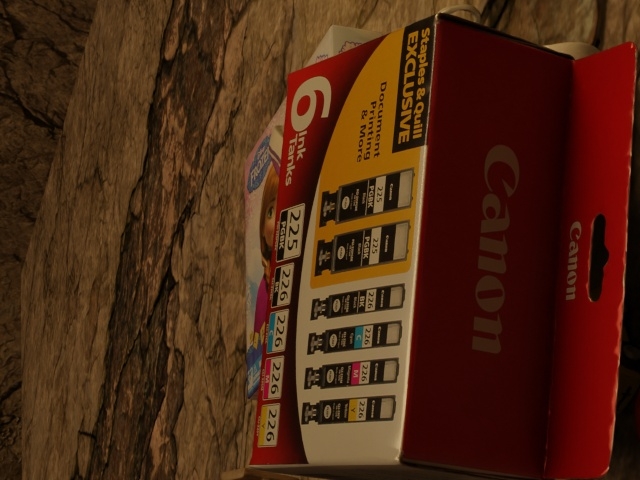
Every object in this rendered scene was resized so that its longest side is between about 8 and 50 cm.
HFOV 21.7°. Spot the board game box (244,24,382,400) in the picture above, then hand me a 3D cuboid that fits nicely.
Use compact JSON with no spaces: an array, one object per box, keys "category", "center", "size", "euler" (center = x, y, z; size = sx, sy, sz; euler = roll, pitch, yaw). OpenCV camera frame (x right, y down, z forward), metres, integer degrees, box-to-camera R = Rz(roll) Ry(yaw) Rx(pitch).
[{"category":"board game box","center":[-0.008,-0.022,1.862],"size":[0.319,0.065,0.318],"euler":[127,146,-56]}]

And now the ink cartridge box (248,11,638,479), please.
[{"category":"ink cartridge box","center":[0.082,0.013,1.178],"size":[0.272,0.130,0.310],"euler":[-14,67,57]}]

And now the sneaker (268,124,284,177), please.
[{"category":"sneaker","center":[-0.001,0.000,1.627],"size":[0.161,0.102,0.282],"euler":[-68,29,22]}]

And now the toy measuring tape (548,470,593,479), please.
[{"category":"toy measuring tape","center":[0.191,0.310,1.068],"size":[0.121,0.121,0.330],"euler":[126,154,-56]}]

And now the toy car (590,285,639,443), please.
[{"category":"toy car","center":[0.201,0.161,1.167],"size":[0.239,0.053,0.225],"euler":[-136,56,-68]}]

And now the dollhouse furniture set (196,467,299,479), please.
[{"category":"dollhouse furniture set","center":[-0.098,0.395,1.930],"size":[0.242,0.161,0.212],"euler":[-20,62,45]}]

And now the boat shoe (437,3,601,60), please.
[{"category":"boat shoe","center":[0.122,-0.115,1.394],"size":[0.367,0.135,0.157],"euler":[174,103,-69]}]
